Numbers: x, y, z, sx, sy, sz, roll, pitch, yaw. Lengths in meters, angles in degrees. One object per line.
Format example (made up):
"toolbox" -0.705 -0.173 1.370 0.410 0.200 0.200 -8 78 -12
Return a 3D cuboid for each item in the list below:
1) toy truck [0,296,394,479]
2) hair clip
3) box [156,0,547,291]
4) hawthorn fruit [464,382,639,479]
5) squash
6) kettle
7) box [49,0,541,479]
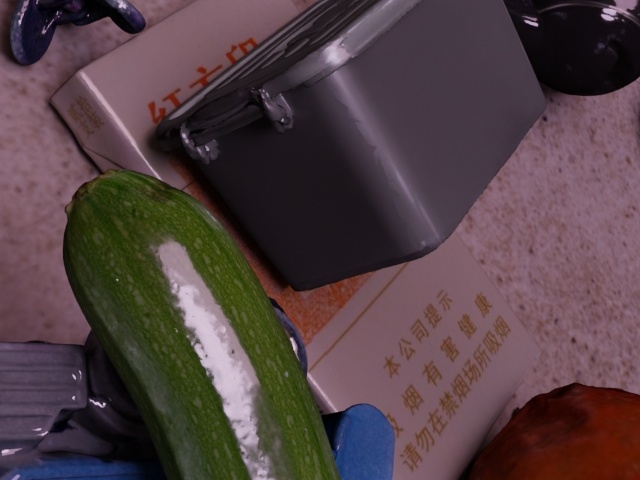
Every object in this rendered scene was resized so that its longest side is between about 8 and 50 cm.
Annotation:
"toy truck" -0.130 0.117 0.489 0.367 0.146 0.175 8 70 -39
"hair clip" -0.177 -0.246 0.674 0.048 0.083 0.275 55 20 -69
"box" 0.033 -0.082 0.647 0.135 0.163 0.243 58 44 -16
"hawthorn fruit" 0.186 0.186 0.719 0.207 0.207 0.243 38 12 -21
"squash" -0.043 0.071 0.436 0.077 0.068 0.219 -22 92 -26
"kettle" 0.228 -0.275 0.970 0.268 0.207 0.290 17 65 -1
"box" 0.000 -0.001 0.718 0.365 0.051 0.204 53 47 -8
